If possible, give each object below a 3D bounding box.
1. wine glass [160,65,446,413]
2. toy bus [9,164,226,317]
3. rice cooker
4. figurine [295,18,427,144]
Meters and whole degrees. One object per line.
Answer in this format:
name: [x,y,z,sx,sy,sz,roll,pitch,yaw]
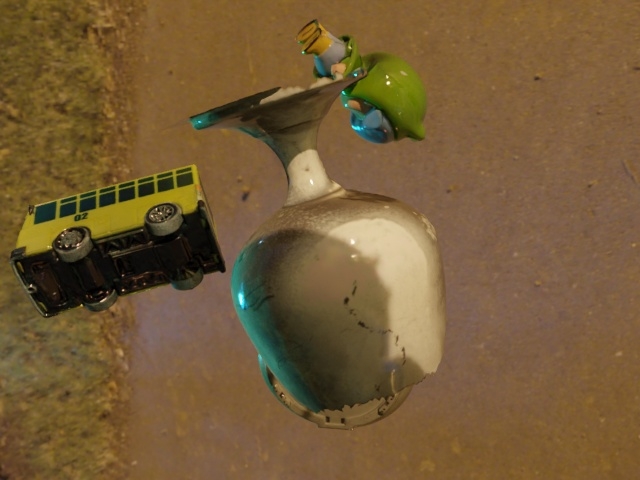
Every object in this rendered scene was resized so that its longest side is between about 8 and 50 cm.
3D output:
wine glass: [0.000,0.000,0.785,0.238,0.238,0.323,-11,100,48]
toy bus: [-0.276,-0.001,1.046,0.150,0.262,0.128,-108,4,-50]
rice cooker: [0.057,0.180,1.546,0.335,0.325,0.335,4,116,9]
figurine: [0.075,-0.261,1.255,0.143,0.263,0.162,-45,31,15]
